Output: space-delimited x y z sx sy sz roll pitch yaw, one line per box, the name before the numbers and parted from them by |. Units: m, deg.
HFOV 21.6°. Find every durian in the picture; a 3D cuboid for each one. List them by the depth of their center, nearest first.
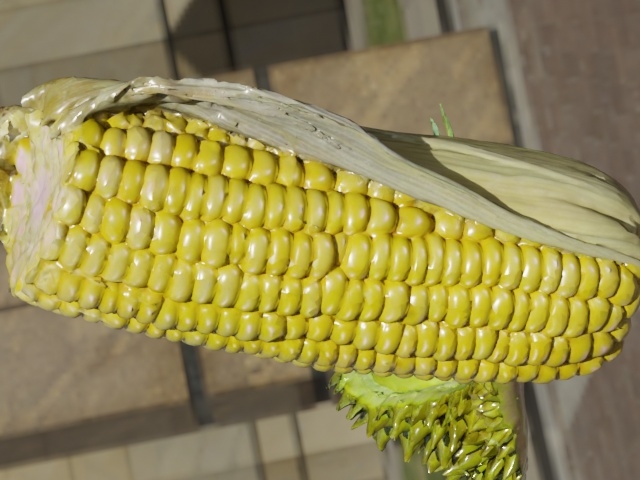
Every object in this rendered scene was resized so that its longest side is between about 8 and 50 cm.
durian | 0.103 0.066 1.197 0.169 0.158 0.352 -54 18 23

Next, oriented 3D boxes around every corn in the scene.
corn | 0.000 -0.004 0.766 0.123 0.305 0.122 -144 65 -72
